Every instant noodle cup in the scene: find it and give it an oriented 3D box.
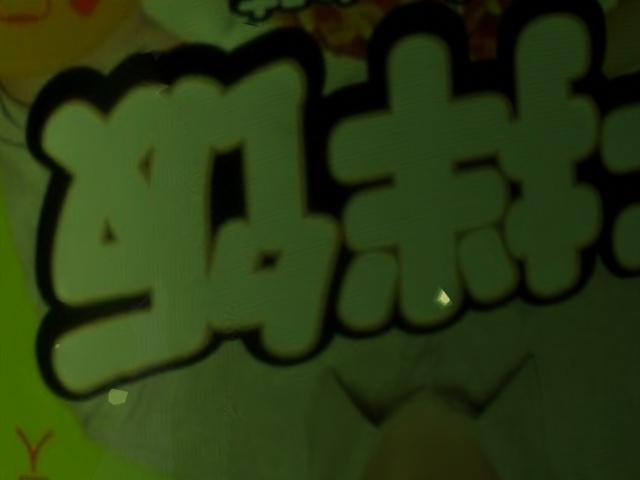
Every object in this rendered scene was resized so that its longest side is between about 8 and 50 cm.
[{"bbox_3d":[0.000,0.000,0.469,0.294,0.294,0.308,2,97,30],"label":"instant noodle cup"}]
